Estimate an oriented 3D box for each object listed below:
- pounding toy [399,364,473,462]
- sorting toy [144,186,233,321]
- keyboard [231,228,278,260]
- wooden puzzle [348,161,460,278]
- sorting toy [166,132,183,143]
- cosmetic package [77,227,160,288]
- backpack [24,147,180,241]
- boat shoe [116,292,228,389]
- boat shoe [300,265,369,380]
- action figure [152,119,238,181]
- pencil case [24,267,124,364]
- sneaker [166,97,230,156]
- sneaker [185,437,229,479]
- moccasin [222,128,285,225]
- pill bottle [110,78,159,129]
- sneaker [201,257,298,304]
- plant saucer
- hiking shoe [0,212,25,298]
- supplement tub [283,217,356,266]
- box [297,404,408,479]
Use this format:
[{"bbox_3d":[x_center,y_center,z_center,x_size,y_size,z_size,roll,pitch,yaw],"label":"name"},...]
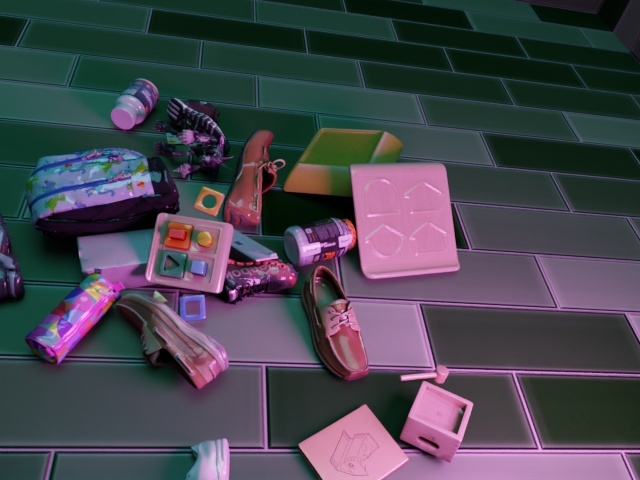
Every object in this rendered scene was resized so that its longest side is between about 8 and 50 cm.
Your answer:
[{"bbox_3d":[0.261,0.395,1.489,0.180,0.094,0.206,22,35,15],"label":"pounding toy"},{"bbox_3d":[-0.329,0.027,1.562,0.195,0.047,0.348,9,79,-2],"label":"sorting toy"},{"bbox_3d":[-0.219,0.008,1.723,0.072,0.014,0.256,-15,28,-37],"label":"keyboard"},{"bbox_3d":[0.244,-0.064,1.867,0.321,0.080,0.348,-4,79,-21],"label":"wooden puzzle"},{"bbox_3d":[-0.470,-0.343,2.083,0.083,0.012,0.062,-4,47,-18],"label":"sorting toy"},{"bbox_3d":[-0.502,0.050,1.621,0.237,0.107,0.127,-8,49,-18],"label":"cosmetic package"},{"bbox_3d":[-0.582,-0.114,1.644,0.355,0.290,0.274,-25,83,-18],"label":"backpack"},{"bbox_3d":[-0.368,0.233,1.461,0.324,0.123,0.116,27,58,23],"label":"boat shoe"},{"bbox_3d":[0.032,0.201,1.594,0.122,0.120,0.324,-10,49,-23],"label":"boat shoe"},{"bbox_3d":[-0.401,-0.275,1.936,0.275,0.164,0.141,22,24,21],"label":"action figure"},{"bbox_3d":[-0.573,0.176,1.458,0.104,0.104,0.236,27,54,12],"label":"pencil case"},{"bbox_3d":[-0.371,-0.398,2.105,0.281,0.106,0.162,43,36,14],"label":"sneaker"},{"bbox_3d":[-0.234,0.507,1.263,0.094,0.080,0.212,-5,39,-3],"label":"sneaker"},{"bbox_3d":[-0.192,-0.199,1.922,0.146,0.139,0.380,13,44,-3],"label":"moccasin"},{"bbox_3d":[-0.623,-0.453,2.084,0.107,0.108,0.180,16,45,2],"label":"pill bottle"},{"bbox_3d":[-0.195,0.111,1.642,0.275,0.098,0.135,6,44,-6],"label":"sneaker"},{"bbox_3d":[0.075,-0.274,2.037,0.332,0.081,0.333,7,41,19],"label":"plant saucer"},{"bbox_3d":[-0.837,0.024,1.546,0.132,0.113,0.304,-16,52,-28],"label":"hiking shoe"},{"bbox_3d":[0.000,0.000,1.790,0.190,0.117,0.117,-14,51,-25],"label":"supplement tub"},{"bbox_3d":[0.074,0.480,1.399,0.201,0.021,0.164,-21,55,-32],"label":"box"}]
